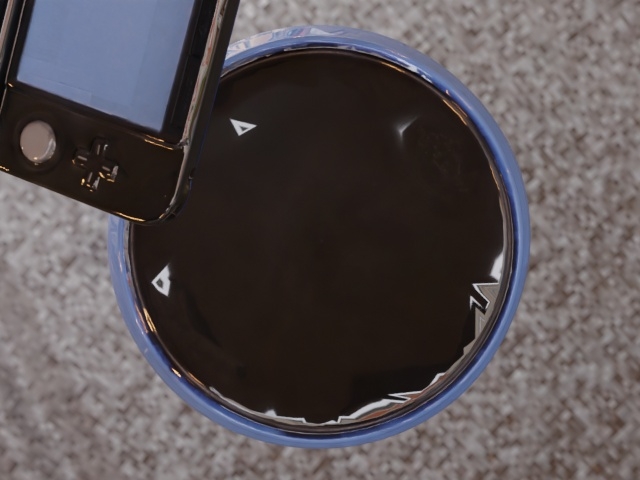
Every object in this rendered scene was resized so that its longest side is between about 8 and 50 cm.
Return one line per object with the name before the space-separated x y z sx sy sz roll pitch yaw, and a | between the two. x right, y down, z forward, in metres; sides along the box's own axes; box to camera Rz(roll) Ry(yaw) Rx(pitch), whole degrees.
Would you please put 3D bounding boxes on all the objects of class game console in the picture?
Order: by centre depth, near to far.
game console | -0.196 -0.177 1.162 0.250 0.173 0.293 21 102 26

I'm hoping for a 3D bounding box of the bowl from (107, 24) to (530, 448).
bowl | 0.000 0.000 1.660 0.391 0.391 0.077 -45 3 1
